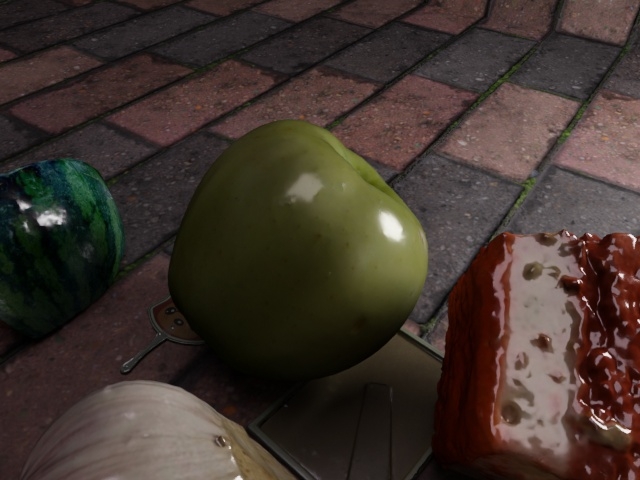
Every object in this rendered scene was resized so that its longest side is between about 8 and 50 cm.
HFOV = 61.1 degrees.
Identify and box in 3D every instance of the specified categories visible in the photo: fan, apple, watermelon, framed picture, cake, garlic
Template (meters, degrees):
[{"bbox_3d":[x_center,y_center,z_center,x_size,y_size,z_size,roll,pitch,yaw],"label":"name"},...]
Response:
[{"bbox_3d":[-0.234,0.137,0.873,0.131,0.009,0.220,25,46,25],"label":"fan"},{"bbox_3d":[-0.030,0.024,0.760,0.356,0.358,0.357,1,41,-1],"label":"apple"},{"bbox_3d":[-0.439,0.019,0.909,0.292,0.319,0.222,-36,87,-27],"label":"watermelon"},{"bbox_3d":[0.073,0.233,0.765,0.211,0.020,0.289,31,48,30],"label":"framed picture"},{"bbox_3d":[0.304,0.164,0.614,0.319,0.270,0.270,9,66,8],"label":"cake"},{"bbox_3d":[-0.137,0.288,0.476,0.317,0.317,0.259,34,78,32],"label":"garlic"}]
